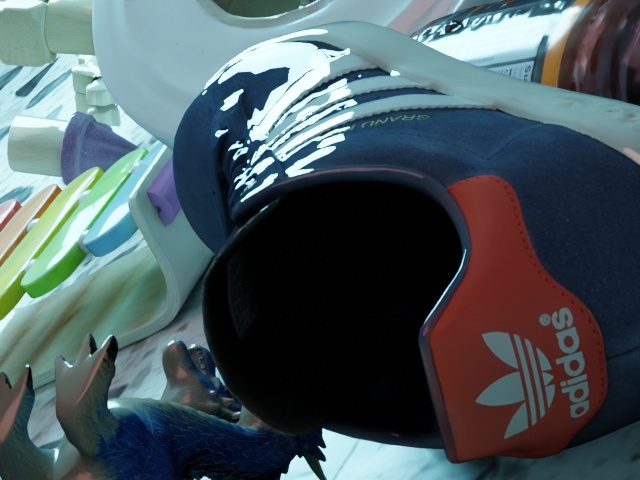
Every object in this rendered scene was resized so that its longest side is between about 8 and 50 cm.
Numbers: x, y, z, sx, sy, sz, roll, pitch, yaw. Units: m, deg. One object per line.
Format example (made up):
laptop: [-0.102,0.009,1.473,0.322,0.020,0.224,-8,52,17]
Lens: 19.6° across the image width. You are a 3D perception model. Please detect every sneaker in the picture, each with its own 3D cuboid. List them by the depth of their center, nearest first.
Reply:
sneaker: [0.000,0.000,0.699,0.148,0.131,0.350,-24,17,-26]

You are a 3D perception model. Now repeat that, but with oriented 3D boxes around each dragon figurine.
dragon figurine: [-0.064,0.133,0.684,0.085,0.144,0.289,-26,42,32]

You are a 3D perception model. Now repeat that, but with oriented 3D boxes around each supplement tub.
supplement tub: [0.112,-0.051,0.739,0.106,0.106,0.198,-47,20,-21]

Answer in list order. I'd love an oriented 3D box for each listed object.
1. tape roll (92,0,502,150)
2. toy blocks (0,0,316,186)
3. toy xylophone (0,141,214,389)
tape roll: [0.018,-0.150,0.970,0.286,0.100,0.286,-20,53,28]
toy blocks: [-0.071,-0.189,1.317,0.260,0.309,0.289,7,39,9]
toy xylophone: [-0.159,0.005,1.170,0.322,0.081,0.236,-29,21,30]
